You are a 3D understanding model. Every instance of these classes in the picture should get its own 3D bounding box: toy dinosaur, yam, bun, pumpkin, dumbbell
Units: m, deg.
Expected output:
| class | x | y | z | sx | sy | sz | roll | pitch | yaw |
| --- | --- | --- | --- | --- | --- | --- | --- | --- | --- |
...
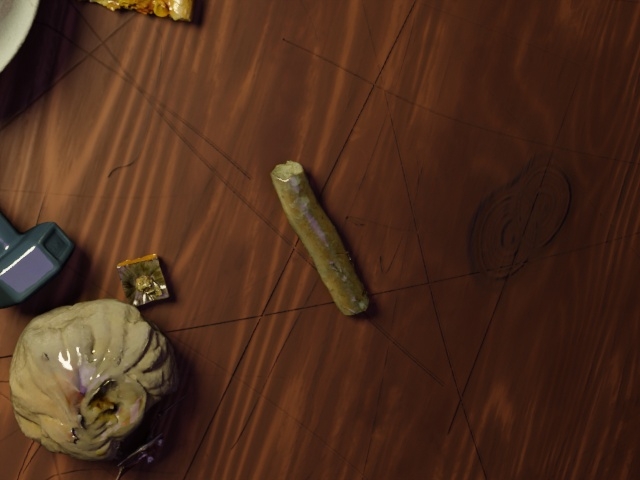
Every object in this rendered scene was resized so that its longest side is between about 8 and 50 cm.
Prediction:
| class | x | y | z | sx | sy | sz | roll | pitch | yaw |
| --- | --- | --- | --- | --- | --- | --- | --- | --- | --- |
| toy dinosaur | -0.302 | 0.358 | 1.364 | 0.032 | 0.108 | 0.220 | 32 | 69 | 8 |
| yam | 0.000 | 0.000 | 1.455 | 0.071 | 0.067 | 0.318 | -37 | 111 | -28 |
| bun | -0.365 | 0.226 | 1.264 | 0.281 | 0.205 | 0.282 | -2 | 97 | -20 |
| pumpkin | -0.304 | 0.071 | 1.349 | 0.074 | 0.054 | 0.083 | -18 | 109 | -14 |
| dumbbell | -0.529 | -0.050 | 1.192 | 0.316 | 0.156 | 0.144 | 52 | 48 | -20 |

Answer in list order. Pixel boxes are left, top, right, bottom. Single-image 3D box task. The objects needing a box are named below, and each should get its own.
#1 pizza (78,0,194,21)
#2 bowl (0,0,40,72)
| class | x | y | z | sx | sy | sz | roll | pitch | yaw |
| --- | --- | --- | --- | --- | --- | --- | --- | --- | --- |
| pizza | -0.337 | -0.465 | 1.243 | 0.226 | 0.086 | 0.336 | -41 | 112 | -12 |
| bowl | -0.593 | -0.383 | 0.996 | 0.434 | 0.196 | 0.435 | 0 | 87 | -6 |
